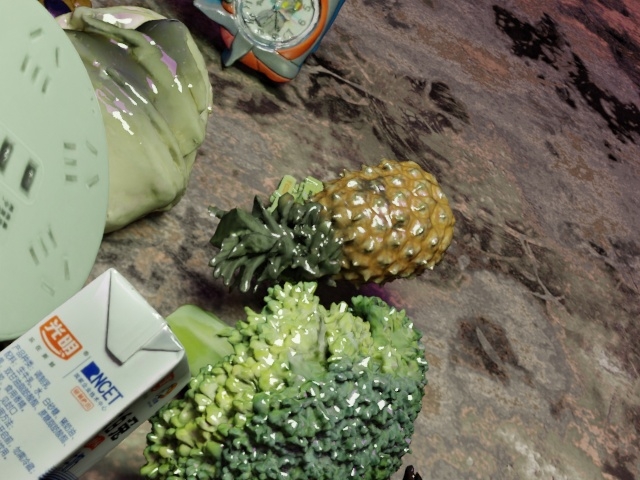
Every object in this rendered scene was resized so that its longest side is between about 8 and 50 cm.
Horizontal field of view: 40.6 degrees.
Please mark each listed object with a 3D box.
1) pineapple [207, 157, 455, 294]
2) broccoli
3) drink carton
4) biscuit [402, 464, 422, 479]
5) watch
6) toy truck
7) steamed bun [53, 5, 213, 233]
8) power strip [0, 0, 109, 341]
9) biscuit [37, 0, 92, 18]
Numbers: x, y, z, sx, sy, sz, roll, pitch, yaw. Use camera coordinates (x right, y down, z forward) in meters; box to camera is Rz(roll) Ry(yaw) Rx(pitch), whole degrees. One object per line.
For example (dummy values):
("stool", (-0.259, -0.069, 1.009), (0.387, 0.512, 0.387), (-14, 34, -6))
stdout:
("pineapple", (0.000, 0.000, 1.043), (0.340, 0.169, 0.169), (-16, 64, -34))
("broccoli", (-0.024, 0.149, 0.908), (0.375, 0.249, 0.302), (-29, 76, -42))
("drink carton", (-0.256, 0.166, 0.710), (0.315, 0.130, 0.106), (-41, 81, -17))
("biscuit", (0.078, 0.361, 0.864), (0.063, 0.151, 0.235), (16, 47, -18))
("watch", (-0.109, -0.431, 1.421), (0.305, 0.241, 0.274), (31, 24, -12))
("toy truck", (-0.032, -0.024, 1.190), (0.100, 0.077, 0.169), (32, 42, -12))
("steamed bun", (-0.253, -0.175, 1.073), (0.275, 0.206, 0.320), (-6, 61, -42))
("power strip", (-0.349, -0.082, 0.807), (0.357, 0.161, 0.357), (-3, 90, -69))
("biscuit", (-0.437, -0.337, 1.215), (0.236, 0.039, 0.180), (8, 50, -28))
